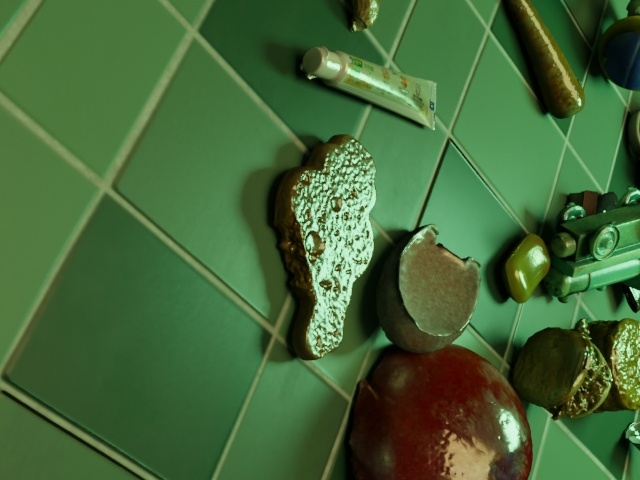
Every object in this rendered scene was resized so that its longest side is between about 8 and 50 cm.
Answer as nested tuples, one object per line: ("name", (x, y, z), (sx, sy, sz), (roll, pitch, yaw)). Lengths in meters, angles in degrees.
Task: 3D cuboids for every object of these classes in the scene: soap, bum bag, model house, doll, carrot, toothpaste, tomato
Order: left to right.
("toothpaste", (0.088, -0.233, 1.489), (0.314, 0.058, 0.056), (10, 34, -51))
("tomato", (0.189, 0.297, 1.441), (0.335, 0.176, 0.289), (-42, 113, -41))
("soap", (0.360, 0.049, 1.756), (0.140, 0.045, 0.089), (-44, 114, -40))
("carrot", (0.408, -0.362, 1.851), (0.078, 0.078, 0.298), (-48, 115, -40))
("model house", (0.510, -0.049, 1.926), (0.057, 0.058, 0.083), (31, 63, -42))
("bum bag", (0.619, 0.021, 2.038), (0.123, 0.060, 0.248), (-43, 114, -41))
("doll", (0.680, -0.439, 2.022), (0.242, 0.160, 0.311), (-43, 152, -29))

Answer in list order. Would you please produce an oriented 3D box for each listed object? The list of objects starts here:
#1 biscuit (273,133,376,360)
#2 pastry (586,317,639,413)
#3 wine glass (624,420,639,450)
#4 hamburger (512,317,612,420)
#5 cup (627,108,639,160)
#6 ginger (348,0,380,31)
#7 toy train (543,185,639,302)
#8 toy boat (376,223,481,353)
("biscuit", (0.005, 0.005, 1.367), (0.183, 0.047, 0.319), (10, 78, -45))
("pastry", (0.561, 0.239, 1.912), (0.189, 0.103, 0.188), (8, 79, -48))
("wine glass", (0.691, 0.464, 2.023), (0.122, 0.122, 0.182), (-29, 108, -46))
("hamburger", (0.424, 0.219, 1.724), (0.131, 0.159, 0.184), (25, 87, -39))
("cup", (0.783, -0.193, 2.177), (0.253, 0.191, 0.200), (20, 71, -14))
("ginger", (0.012, -0.457, 1.417), (0.333, 0.081, 0.148), (57, 32, -28))
("toy train", (0.542, 0.019, 1.863), (0.298, 0.120, 0.194), (-13, 122, -28))
("toy boat", (0.152, 0.081, 1.487), (0.155, 0.085, 0.227), (40, 42, -9))
